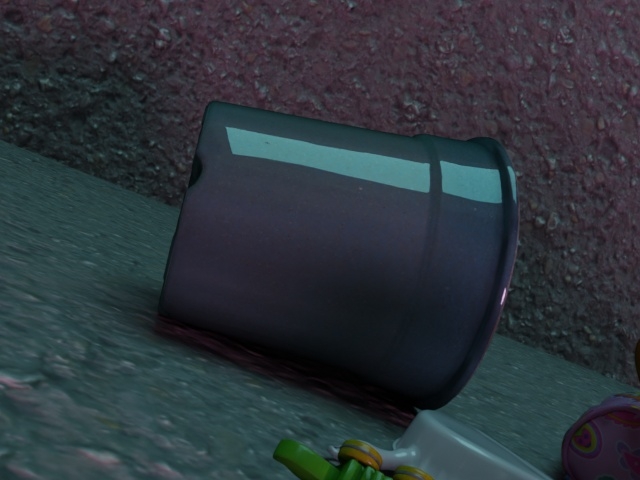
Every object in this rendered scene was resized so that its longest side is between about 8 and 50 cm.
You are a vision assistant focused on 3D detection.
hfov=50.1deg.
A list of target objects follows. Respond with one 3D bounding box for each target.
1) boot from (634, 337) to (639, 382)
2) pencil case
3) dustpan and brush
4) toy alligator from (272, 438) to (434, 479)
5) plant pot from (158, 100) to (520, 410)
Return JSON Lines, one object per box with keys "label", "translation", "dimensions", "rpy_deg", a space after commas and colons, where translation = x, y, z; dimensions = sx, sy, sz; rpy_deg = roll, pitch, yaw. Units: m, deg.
{"label": "boot", "translation": [0.354, 0.200, 0.598], "dimensions": [0.211, 0.104, 0.295], "rpy_deg": [15, 47, -51]}
{"label": "pencil case", "translation": [0.377, 0.254, 0.842], "dimensions": [0.124, 0.124, 0.284], "rpy_deg": [24, 4, 28]}
{"label": "dustpan and brush", "translation": [0.098, 0.189, 0.598], "dimensions": [0.211, 0.060, 0.147], "rpy_deg": [28, -2, -30]}
{"label": "toy alligator", "translation": [0.055, 0.179, 0.426], "dimensions": [0.190, 0.056, 0.051], "rpy_deg": [23, -37, 13]}
{"label": "plant pot", "translation": [0.000, 0.000, 0.811], "dimensions": [0.334, 0.341, 0.341], "rpy_deg": [14, 5, -12]}
